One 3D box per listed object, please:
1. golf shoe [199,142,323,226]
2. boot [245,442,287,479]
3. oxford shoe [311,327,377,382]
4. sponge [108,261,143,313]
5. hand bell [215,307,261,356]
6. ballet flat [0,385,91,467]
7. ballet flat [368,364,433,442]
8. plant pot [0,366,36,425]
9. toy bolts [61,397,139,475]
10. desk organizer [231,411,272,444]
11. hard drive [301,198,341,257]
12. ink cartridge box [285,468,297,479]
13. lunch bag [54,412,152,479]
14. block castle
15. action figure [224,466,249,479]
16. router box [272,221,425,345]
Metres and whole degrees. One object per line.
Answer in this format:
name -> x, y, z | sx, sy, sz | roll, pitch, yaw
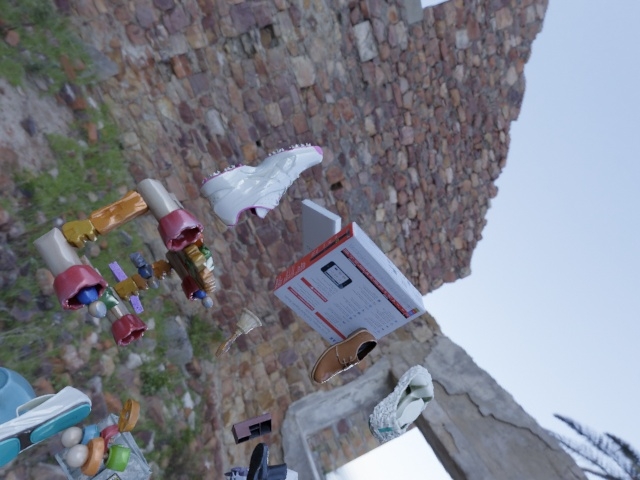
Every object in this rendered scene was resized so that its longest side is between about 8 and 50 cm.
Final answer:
golf shoe -> -0.124, -0.134, 0.997 | 0.140, 0.306, 0.115 | 68, -13, -4
boot -> -0.124, 0.556, 1.013 | 0.045, 0.099, 0.121 | 4, -105, 53
oxford shoe -> 0.066, 0.327, 1.157 | 0.076, 0.212, 0.076 | 58, -12, -27
sponge -> -0.727, 0.175, 1.555 | 0.210, 0.031, 0.117 | 33, -41, 40
hand bell -> -0.401, 0.447, 1.947 | 0.126, 0.242, 0.126 | 29, -32, 20
ballet flat -> -0.901, 0.563, 1.229 | 0.139, 0.400, 0.139 | 11, -70, 33
ballet flat -> 0.325, 0.569, 1.471 | 0.147, 0.409, 0.147 | 14, -65, 34
plant pot -> -1.172, 0.562, 1.466 | 0.290, 0.290, 0.195 | 57, -46, 49
toy bolts -> -0.691, 0.595, 1.285 | 0.228, 0.158, 0.218 | -21, -127, 45
desk organizer -> -0.221, 0.618, 1.367 | 0.050, 0.130, 0.047 | 57, -40, 38
hard drive -> 0.000, 0.000, 2.017 | 0.233, 0.047, 0.353 | 32, -44, 36
ink cartridge box -> -0.129, 0.720, 1.119 | 0.181, 0.062, 0.104 | -30, 126, -62
lunch bag -> -0.828, 0.870, 1.608 | 0.287, 0.235, 0.169 | 48, -25, 16
block castle -> -0.413, 0.089, 0.992 | 0.213, 0.303, 0.453 | 50, -23, 13
action figure -> -0.343, 1.112, 1.733 | 0.185, 0.099, 0.285 | 113, -28, -46
router box -> 0.084, 0.156, 1.216 | 0.335, 0.301, 0.082 | 46, 23, -22
